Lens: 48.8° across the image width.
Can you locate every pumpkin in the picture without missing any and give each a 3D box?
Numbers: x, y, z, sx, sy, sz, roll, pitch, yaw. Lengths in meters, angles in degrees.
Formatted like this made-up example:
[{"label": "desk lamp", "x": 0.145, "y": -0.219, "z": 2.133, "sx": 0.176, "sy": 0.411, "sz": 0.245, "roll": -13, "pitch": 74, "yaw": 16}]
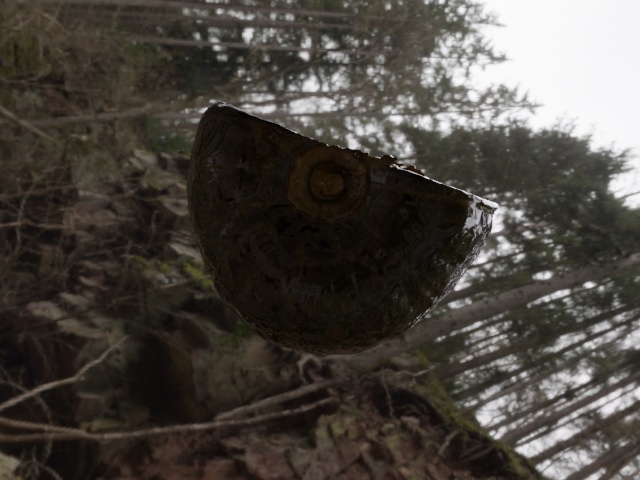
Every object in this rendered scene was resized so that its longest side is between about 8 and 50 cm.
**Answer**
[{"label": "pumpkin", "x": 0.000, "y": 0.000, "z": 0.762, "sx": 0.325, "sy": 0.242, "sz": 0.232, "roll": 24, "pitch": -79, "yaw": 14}]
